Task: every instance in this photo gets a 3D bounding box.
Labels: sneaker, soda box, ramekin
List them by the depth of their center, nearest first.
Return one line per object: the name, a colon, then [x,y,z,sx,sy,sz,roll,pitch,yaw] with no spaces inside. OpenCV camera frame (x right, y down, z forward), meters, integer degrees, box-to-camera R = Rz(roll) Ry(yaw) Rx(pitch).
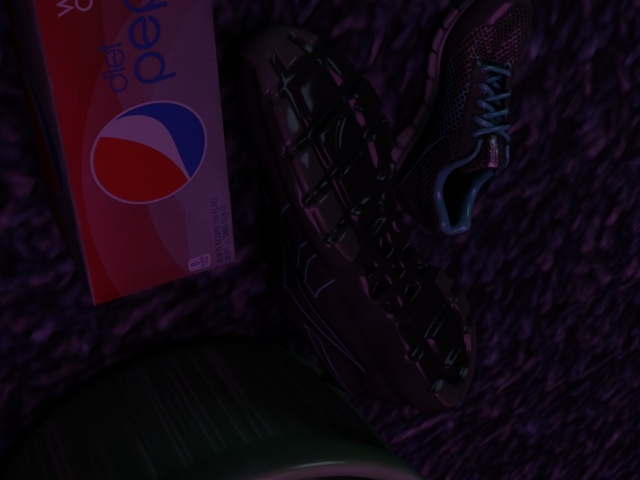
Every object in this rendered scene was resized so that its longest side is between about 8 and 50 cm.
soda box: [-0.103,-0.099,0.581,0.083,0.092,0.263,-18,133,-17]
sneaker: [0.000,0.000,0.719,0.101,0.106,0.267,-50,125,-42]
sneaker: [0.096,-0.074,0.737,0.065,0.076,0.166,1,124,-34]
ramekin: [-0.077,0.212,0.813,0.303,0.148,0.303,-17,133,-20]
